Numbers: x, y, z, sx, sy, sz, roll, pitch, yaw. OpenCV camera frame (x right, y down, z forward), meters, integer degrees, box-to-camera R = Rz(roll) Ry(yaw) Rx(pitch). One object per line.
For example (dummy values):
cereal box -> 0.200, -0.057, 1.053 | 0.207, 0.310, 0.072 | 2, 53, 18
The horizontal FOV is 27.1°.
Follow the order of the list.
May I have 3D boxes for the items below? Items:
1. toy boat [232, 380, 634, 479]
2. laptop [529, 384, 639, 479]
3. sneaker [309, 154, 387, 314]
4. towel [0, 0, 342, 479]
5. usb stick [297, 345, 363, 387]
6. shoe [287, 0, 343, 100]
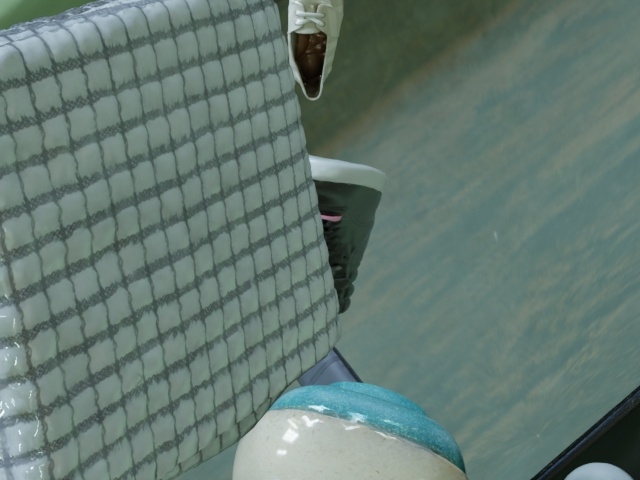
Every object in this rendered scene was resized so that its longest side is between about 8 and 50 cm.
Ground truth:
toy boat -> 0.089, 0.203, 1.035 | 0.318, 0.267, 0.148 | 19, 62, 1
laptop -> 0.442, 0.307, 1.332 | 0.408, 0.382, 0.236 | 1, 55, -28
sneaker -> 0.000, 0.000, 1.314 | 0.104, 0.296, 0.147 | 14, 84, 8
towel -> -0.110, 0.001, 0.661 | 0.121, 0.284, 0.235 | 1, 109, 30
usb stick -> -0.012, 0.164, 1.862 | 0.077, 0.045, 0.278 | -56, 34, 11
shoe -> -0.008, -0.286, 1.850 | 0.076, 0.219, 0.058 | 2, 51, 0
